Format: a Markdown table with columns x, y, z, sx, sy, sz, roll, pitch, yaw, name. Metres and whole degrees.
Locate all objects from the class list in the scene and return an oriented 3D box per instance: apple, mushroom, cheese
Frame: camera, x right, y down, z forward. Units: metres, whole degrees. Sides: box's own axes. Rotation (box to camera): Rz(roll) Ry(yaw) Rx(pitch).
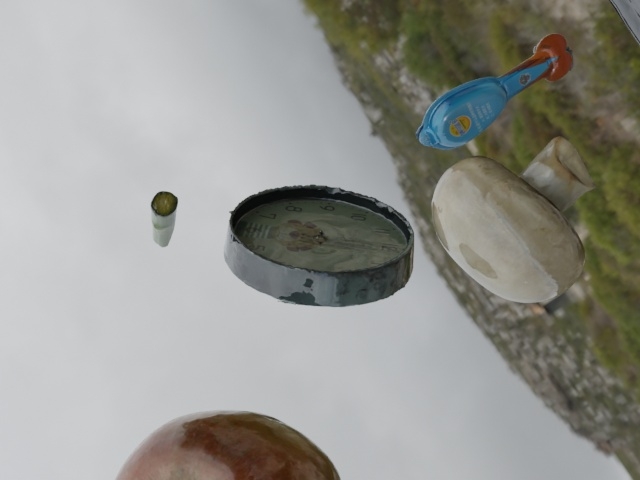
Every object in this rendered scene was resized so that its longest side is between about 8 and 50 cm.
| x | y | z | sx | sy | sz | roll | pitch | yaw | name |
| --- | --- | --- | --- | --- | --- | --- | --- | --- | --- |
| -0.123 | 0.405 | 1.293 | 0.338 | 0.338 | 0.305 | 63 | -172 | 33 | apple |
| 0.242 | -0.034 | 1.117 | 0.204 | 0.204 | 0.204 | 50 | -167 | -17 | mushroom |
| 0.250 | -0.210 | 1.340 | 0.106 | 0.256 | 0.037 | 54 | -175 | -46 | cheese |

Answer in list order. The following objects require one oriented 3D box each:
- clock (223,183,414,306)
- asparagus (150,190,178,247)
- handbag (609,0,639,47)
| x | y | z | sx | sy | sz | roll | pitch | yaw | name |
| --- | --- | --- | --- | --- | --- | --- | --- | --- | --- |
| -0.001 | 0.001 | 1.492 | 0.312 | 0.313 | 0.061 | -102 | 16 | -60 | clock |
| -0.250 | -0.030 | 1.488 | 0.178 | 0.041 | 0.045 | 120 | 153 | -71 | asparagus |
| 0.254 | -0.228 | 0.472 | 0.302 | 0.275 | 0.178 | 59 | -146 | 4 | handbag |
